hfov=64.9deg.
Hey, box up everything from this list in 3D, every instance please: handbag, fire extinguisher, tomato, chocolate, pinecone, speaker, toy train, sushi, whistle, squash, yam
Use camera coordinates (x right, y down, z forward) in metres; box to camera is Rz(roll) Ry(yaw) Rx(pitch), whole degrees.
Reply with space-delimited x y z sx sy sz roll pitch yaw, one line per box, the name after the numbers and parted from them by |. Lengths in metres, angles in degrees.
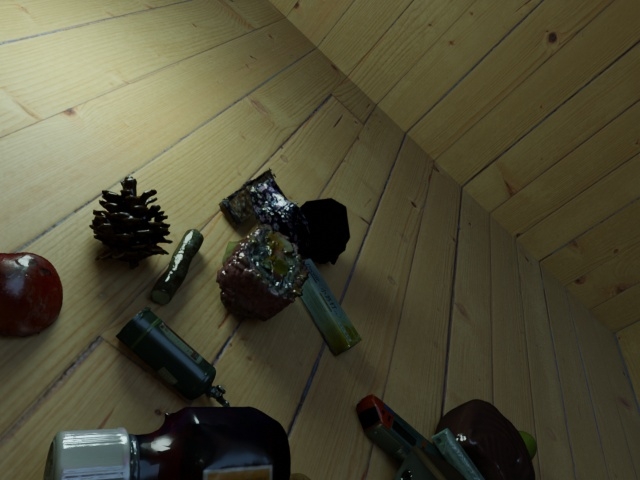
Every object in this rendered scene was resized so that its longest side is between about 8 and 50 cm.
-0.123 -0.063 1.572 0.126 0.229 0.208 -31 59 -16 | handbag
-0.309 0.276 1.119 0.294 0.118 0.093 43 68 -6 | fire extinguisher
-0.589 0.092 0.984 0.189 0.099 0.173 14 43 -42 | tomato
0.000 0.000 1.748 0.177 0.206 0.224 78 5 -60 | chocolate
-0.459 -0.045 1.214 0.185 0.168 0.213 -3 70 -66 | pinecone
0.303 0.664 1.263 0.192 0.153 0.231 33 -1 -19 | speaker
0.261 0.602 1.428 0.409 0.086 0.089 43 35 -7 | toy train
-0.170 0.087 1.404 0.236 0.171 0.270 39 32 -12 | sushi
0.426 0.672 1.407 0.312 0.062 0.062 54 34 10 | whistle
0.693 0.724 1.767 0.186 0.123 0.123 5 52 -51 | squash
-0.366 0.065 1.303 0.061 0.061 0.253 36 36 -17 | yam
-0.233 -0.145 1.674 0.103 0.065 0.329 61 32 -14 | chocolate

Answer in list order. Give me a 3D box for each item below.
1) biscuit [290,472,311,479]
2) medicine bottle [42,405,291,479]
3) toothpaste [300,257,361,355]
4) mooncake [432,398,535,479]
-0.082 0.572 1.119 0.225 0.036 0.166 33 36 -25 | biscuit
-0.272 0.413 0.898 0.394 0.242 0.243 14 45 -26 | medicine bottle
0.006 0.203 1.575 0.089 0.071 0.313 -9 61 -56 | toothpaste
0.510 0.666 1.571 0.333 0.174 0.326 20 44 -37 | mooncake
